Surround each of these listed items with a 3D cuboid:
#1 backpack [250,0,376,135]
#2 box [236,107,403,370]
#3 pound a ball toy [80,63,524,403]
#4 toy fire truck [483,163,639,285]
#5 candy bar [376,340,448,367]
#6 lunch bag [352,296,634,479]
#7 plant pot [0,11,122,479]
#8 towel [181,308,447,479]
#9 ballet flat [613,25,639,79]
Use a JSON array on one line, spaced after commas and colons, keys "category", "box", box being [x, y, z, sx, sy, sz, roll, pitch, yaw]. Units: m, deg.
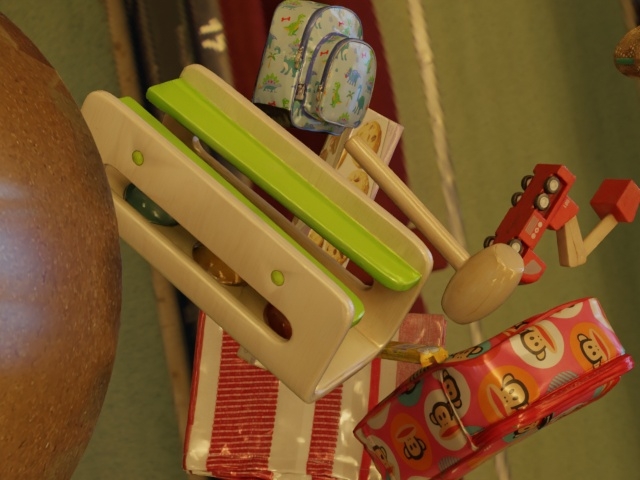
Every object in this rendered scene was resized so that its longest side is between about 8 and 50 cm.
[{"category": "backpack", "box": [0.000, -0.154, 1.029, 0.105, 0.084, 0.114, 3, 98, -59]}, {"category": "box", "box": [0.000, 0.000, 1.328, 0.067, 0.063, 0.324, 25, 85, -23]}, {"category": "pound a ball toy", "box": [-0.025, -0.002, 0.921, 0.319, 0.135, 0.208, 40, 36, 17]}, {"category": "toy fire truck", "box": [0.277, -0.016, 1.314, 0.135, 0.047, 0.192, 41, 74, -27]}, {"category": "candy bar", "box": [0.072, 0.116, 1.201, 0.040, 0.161, 0.018, -12, 96, -34]}, {"category": "lunch bag", "box": [0.199, 0.170, 1.285, 0.258, 0.293, 0.120, -21, 76, -35]}, {"category": "plant pot", "box": [-0.205, 0.006, 0.263, 0.237, 0.254, 0.237, -1, 85, 12]}, {"category": "towel", "box": [-0.007, 0.199, 1.485, 0.329, 0.037, 0.237, 4, 74, 5]}, {"category": "ballet flat", "box": [0.362, -0.208, 1.150, 0.206, 0.067, 0.073, -22, 107, -40]}]
